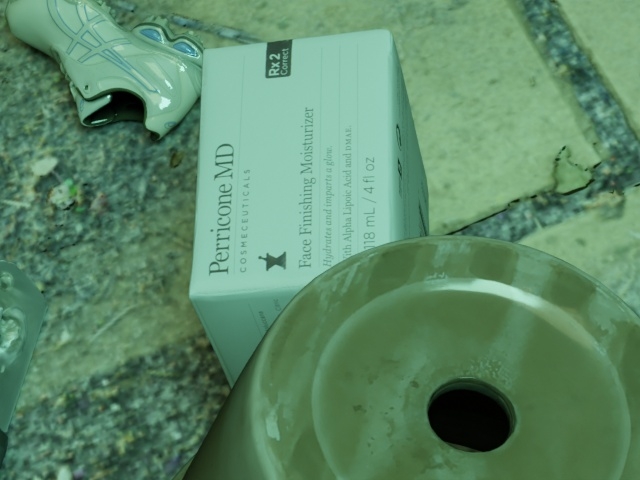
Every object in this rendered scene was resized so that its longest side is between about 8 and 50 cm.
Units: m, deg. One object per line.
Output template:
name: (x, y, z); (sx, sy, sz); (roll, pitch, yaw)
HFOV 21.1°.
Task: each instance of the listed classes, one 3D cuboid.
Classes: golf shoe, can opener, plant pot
golf shoe: (-0.166, -0.127, 1.239); (0.176, 0.069, 0.086); (19, 70, 25)
can opener: (-0.251, 0.137, 1.096); (0.095, 0.076, 0.283); (-16, 48, 43)
plant pot: (0.057, 0.154, 0.830); (0.323, 0.280, 0.323); (3, 52, -4)

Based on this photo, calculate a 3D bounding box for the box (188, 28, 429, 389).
box: (0.000, 0.000, 1.044); (0.119, 0.182, 0.181); (-6, 57, 9)
